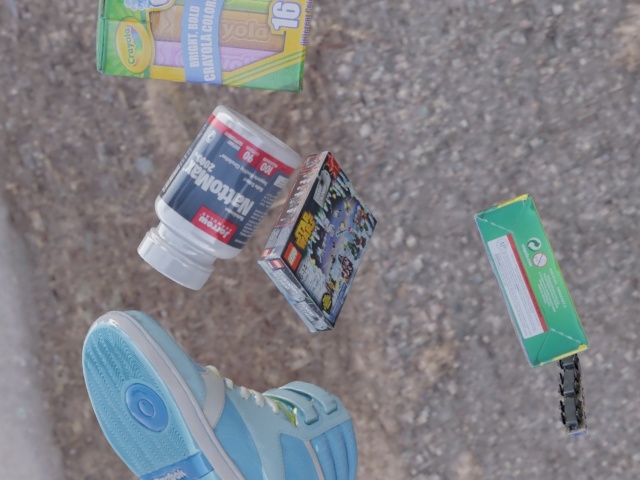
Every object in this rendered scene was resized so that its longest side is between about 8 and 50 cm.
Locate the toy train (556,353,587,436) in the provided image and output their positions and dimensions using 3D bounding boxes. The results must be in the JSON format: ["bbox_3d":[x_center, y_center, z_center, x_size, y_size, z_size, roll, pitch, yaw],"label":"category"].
[{"bbox_3d":[0.283,0.171,1.421,0.027,0.158,0.036,-16,115,17],"label":"toy train"}]

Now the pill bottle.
[{"bbox_3d":[-0.112,-0.042,1.339,0.108,0.108,0.180,38,97,34],"label":"pill bottle"}]

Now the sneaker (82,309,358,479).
[{"bbox_3d":[-0.085,0.168,1.237,0.127,0.208,0.319,-17,108,43],"label":"sneaker"}]

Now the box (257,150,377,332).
[{"bbox_3d":[0.000,0.000,1.121,0.027,0.137,0.094,-11,130,35],"label":"box"}]

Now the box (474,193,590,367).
[{"bbox_3d":[0.142,0.032,0.855,0.179,0.043,0.105,25,-135,-78],"label":"box"}]

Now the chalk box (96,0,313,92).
[{"bbox_3d":[-0.117,-0.207,1.020,0.132,0.213,0.132,-105,21,-64],"label":"chalk box"}]
